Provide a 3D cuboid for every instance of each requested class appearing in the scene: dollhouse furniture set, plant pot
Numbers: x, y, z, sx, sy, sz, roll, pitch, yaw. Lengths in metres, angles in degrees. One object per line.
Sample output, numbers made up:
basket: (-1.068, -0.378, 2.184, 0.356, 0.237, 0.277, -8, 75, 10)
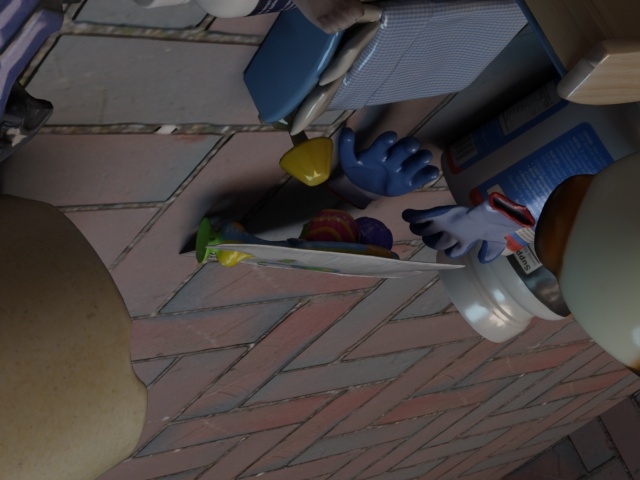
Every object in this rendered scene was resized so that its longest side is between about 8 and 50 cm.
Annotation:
dollhouse furniture set: (0.145, -0.126, 0.934, 0.286, 0.198, 0.303, -10, 155, -36)
plant pot: (-0.301, 0.116, 0.886, 0.305, 0.334, 0.334, -24, 162, -37)

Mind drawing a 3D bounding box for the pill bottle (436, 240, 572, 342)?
pill bottle: (0.274, -0.012, 1.412, 0.278, 0.162, 0.162, -36, 157, 25)

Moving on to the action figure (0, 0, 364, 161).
action figure: (-0.094, -0.192, 0.542, 0.330, 0.178, 0.341, 13, 112, -52)

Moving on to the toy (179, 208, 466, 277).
toy: (0.000, 0.000, 1.207, 0.237, 0.056, 0.137, 2, 174, -21)

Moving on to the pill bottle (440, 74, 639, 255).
pill bottle: (0.236, -0.090, 1.229, 0.221, 0.124, 0.124, -32, 159, 19)

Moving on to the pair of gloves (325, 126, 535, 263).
pair of gloves: (0.092, -0.041, 1.171, 0.023, 0.198, 0.159, -64, -165, -23)

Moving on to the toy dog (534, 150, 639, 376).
toy dog: (0.374, -0.049, 1.028, 0.408, 0.284, 0.395, -49, 160, 18)

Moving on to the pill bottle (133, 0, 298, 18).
pill bottle: (-0.029, -0.179, 0.747, 0.169, 0.094, 0.094, -15, 157, -28)
